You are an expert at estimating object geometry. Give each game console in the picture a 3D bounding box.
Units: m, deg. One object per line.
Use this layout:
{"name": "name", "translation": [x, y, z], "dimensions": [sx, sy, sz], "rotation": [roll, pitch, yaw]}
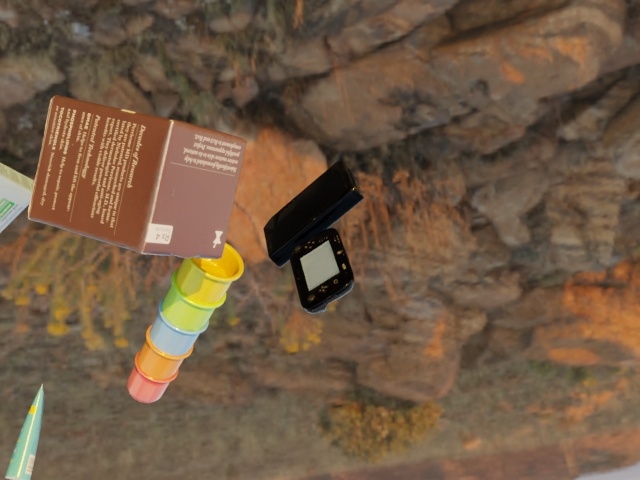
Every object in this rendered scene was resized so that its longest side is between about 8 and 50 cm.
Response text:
{"name": "game console", "translation": [0.000, 0.000, 1.722], "dimensions": [0.213, 0.361, 0.044], "rotation": [-40, 119, 13]}

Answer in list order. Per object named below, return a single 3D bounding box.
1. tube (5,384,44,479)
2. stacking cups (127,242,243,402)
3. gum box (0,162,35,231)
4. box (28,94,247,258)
{"name": "tube", "translation": [-0.636, 0.422, 2.073], "dimensions": [0.052, 0.207, 0.080], "rotation": [17, 156, -15]}
{"name": "stacking cups", "translation": [-0.227, 0.133, 1.507], "dimensions": [0.096, 0.096, 0.316], "rotation": [4, 134, -35]}
{"name": "gum box", "translation": [-0.573, -0.072, 1.496], "dimensions": [0.157, 0.041, 0.184], "rotation": [-41, 136, 15]}
{"name": "box", "translation": [-0.237, -0.080, 1.229], "dimensions": [0.203, 0.167, 0.168], "rotation": [14, -177, 28]}
